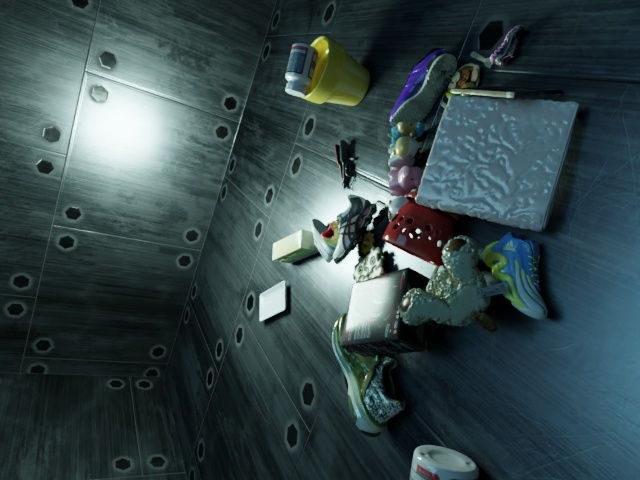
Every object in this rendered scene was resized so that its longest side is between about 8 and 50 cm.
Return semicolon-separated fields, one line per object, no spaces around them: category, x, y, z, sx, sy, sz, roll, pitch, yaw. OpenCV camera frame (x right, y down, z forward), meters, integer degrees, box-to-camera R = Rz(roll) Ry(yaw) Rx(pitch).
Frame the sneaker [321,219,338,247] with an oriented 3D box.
sneaker;0.085;-0.054;1.774;0.208;0.094;0.082;-46;41;25

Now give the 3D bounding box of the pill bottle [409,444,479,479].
pill bottle;0.288;0.678;1.126;0.161;0.161;0.284;6;84;59

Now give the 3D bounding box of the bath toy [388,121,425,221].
bath toy;0.287;-0.214;1.494;0.128;0.151;0.349;-1;72;14

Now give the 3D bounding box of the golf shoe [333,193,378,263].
golf shoe;0.104;-0.042;1.706;0.120;0.105;0.273;33;108;11

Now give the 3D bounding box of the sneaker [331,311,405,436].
sneaker;0.170;0.402;1.479;0.182;0.158;0.411;-36;51;24

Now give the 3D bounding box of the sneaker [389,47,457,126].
sneaker;0.334;-0.521;1.550;0.293;0.102;0.146;-50;36;31

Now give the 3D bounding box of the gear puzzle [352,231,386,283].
gear puzzle;0.183;0.124;1.622;0.175;0.044;0.339;-44;42;46

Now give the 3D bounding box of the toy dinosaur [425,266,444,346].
toy dinosaur;0.333;0.191;1.328;0.118;0.064;0.268;18;92;66

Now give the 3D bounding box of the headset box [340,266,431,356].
headset box;0.185;0.225;1.375;0.293;0.110;0.218;-24;45;53

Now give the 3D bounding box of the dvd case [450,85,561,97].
dvd case;0.479;-0.389;1.192;0.221;0.164;0.018;-144;48;-58

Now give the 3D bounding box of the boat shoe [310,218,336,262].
boat shoe;0.000;0.000;1.919;0.076;0.083;0.226;-58;36;28

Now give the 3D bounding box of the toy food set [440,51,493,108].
toy food set;0.439;-0.488;1.409;0.192;0.038;0.132;-62;34;25

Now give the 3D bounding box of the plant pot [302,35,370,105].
plant pot;0.064;-0.680;1.903;0.254;0.238;0.254;-26;59;53

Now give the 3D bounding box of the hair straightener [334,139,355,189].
hair straightener;0.103;-0.318;1.897;0.089;0.047;0.231;-31;54;51

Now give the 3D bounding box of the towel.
towel;0.439;-0.207;1.162;0.331;0.053;0.317;17;89;34

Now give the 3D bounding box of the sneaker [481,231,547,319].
sneaker;0.483;0.069;1.090;0.126;0.091;0.240;-58;35;29

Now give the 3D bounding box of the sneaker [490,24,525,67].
sneaker;0.534;-0.540;1.276;0.057;0.047;0.119;59;135;30

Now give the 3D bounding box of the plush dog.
plush dog;0.346;0.134;1.169;0.262;0.210;0.225;-53;-5;9

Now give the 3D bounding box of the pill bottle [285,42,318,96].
pill bottle;-0.080;-0.669;1.798;0.108;0.107;0.180;19;96;59

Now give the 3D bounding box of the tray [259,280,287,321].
tray;-0.229;0.303;2.244;0.270;0.030;0.145;-33;52;50

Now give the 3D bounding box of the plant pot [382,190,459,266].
plant pot;0.302;-0.037;1.332;0.174;0.191;0.191;-62;32;1

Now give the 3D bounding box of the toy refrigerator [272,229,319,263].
toy refrigerator;-0.113;0.036;2.077;0.269;0.102;0.094;-22;61;54
